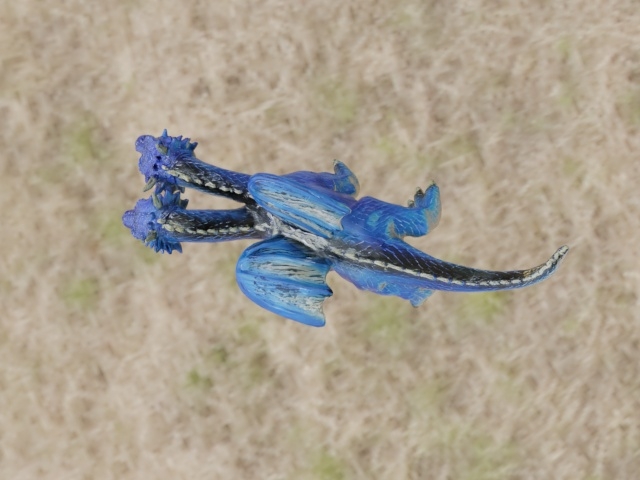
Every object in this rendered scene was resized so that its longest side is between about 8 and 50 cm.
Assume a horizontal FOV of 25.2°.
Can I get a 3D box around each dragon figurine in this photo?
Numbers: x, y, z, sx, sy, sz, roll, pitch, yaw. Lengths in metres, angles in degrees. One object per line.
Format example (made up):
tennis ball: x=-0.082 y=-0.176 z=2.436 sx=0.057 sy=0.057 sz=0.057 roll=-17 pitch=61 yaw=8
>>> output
dragon figurine: x=0.000 y=0.000 z=0.883 sx=0.289 sy=0.144 sz=0.085 roll=25 pitch=111 yaw=40
